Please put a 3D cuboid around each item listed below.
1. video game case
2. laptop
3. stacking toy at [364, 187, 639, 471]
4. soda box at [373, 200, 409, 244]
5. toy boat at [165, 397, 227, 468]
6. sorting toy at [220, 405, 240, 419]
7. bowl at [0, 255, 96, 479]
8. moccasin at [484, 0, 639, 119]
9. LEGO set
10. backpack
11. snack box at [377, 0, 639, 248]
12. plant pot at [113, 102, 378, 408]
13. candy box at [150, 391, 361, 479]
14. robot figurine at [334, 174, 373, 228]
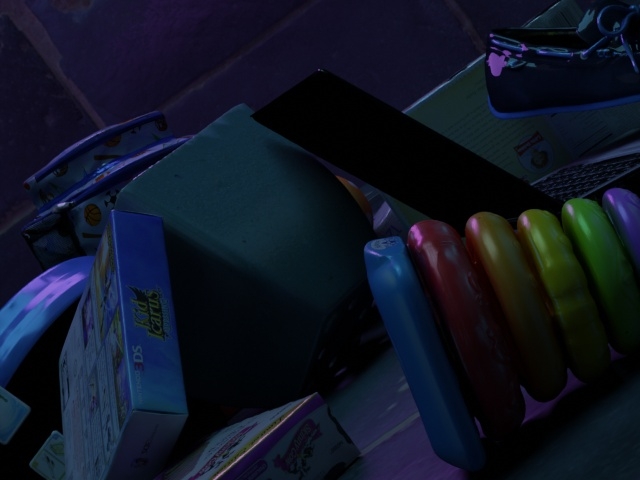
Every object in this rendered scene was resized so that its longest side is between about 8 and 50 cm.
[{"bbox_3d":[-0.206,0.148,1.701,0.269,0.061,0.244,-102,27,-43],"label":"video game case"},{"bbox_3d":[0.188,-0.136,1.731,0.408,0.236,0.382,-28,4,-12],"label":"laptop"},{"bbox_3d":[0.194,0.028,1.171,0.302,0.165,0.175,-21,5,3],"label":"stacking toy"},{"bbox_3d":[0.174,-0.097,2.107,0.286,0.091,0.098,-55,6,-3],"label":"soda box"},{"bbox_3d":[-0.210,0.201,1.963,0.151,0.151,0.231,-37,10,-8],"label":"toy boat"},{"bbox_3d":[-0.074,0.106,2.157,0.365,0.126,0.127,-39,6,-21],"label":"sorting toy"},{"bbox_3d":[-0.324,0.195,2.029,0.391,0.077,0.391,-48,-26,-32],"label":"bowl"},{"bbox_3d":[0.311,-0.208,1.823,0.342,0.116,0.138,-7,12,38],"label":"moccasin"},{"bbox_3d":[-0.333,0.281,1.792,0.182,0.244,0.060,-54,-9,-5],"label":"LEGO set"},{"bbox_3d":[-0.246,-0.056,2.241,0.263,0.213,0.276,-17,14,42],"label":"backpack"},{"bbox_3d":[0.219,-0.127,2.008,0.322,0.187,0.060,-35,5,5],"label":"snack box"},{"bbox_3d":[-0.077,0.045,1.870,0.248,0.252,0.247,-41,-23,-47],"label":"plant pot"},{"bbox_3d":[-0.089,0.225,1.484,0.159,0.071,0.233,-38,6,-33],"label":"candy box"},{"bbox_3d":[0.001,0.002,2.055,0.219,0.128,0.158,98,-166,-63],"label":"robot figurine"}]
